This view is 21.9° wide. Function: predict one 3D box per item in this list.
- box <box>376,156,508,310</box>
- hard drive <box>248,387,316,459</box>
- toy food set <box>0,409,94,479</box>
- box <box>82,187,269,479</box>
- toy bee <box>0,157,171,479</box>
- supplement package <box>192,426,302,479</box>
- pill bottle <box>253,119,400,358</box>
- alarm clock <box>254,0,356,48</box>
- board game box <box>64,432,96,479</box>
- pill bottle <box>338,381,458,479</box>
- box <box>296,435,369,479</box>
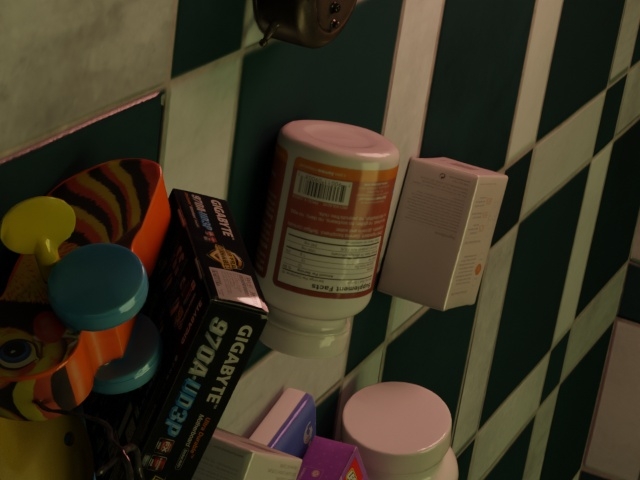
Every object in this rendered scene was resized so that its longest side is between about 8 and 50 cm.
[{"bbox_3d":[0.150,-0.010,2.022,0.130,0.091,0.170,-4,110,-68],"label":"box"},{"bbox_3d":[-0.089,0.330,1.742,0.318,0.040,0.210,-50,148,-49],"label":"hard drive"},{"bbox_3d":[-0.258,0.212,1.232,0.128,0.071,0.218,53,52,-36],"label":"toy food set"},{"bbox_3d":[-0.119,0.095,1.286,0.220,0.051,0.175,-65,-156,22],"label":"box"},{"bbox_3d":[-0.197,0.056,1.173,0.298,0.162,0.195,-86,173,-63],"label":"toy bee"},{"bbox_3d":[-0.134,0.287,1.490,0.244,0.134,0.139,-71,159,-4],"label":"supplement package"},{"bbox_3d":[0.000,0.000,1.613,0.121,0.121,0.216,-27,132,-62],"label":"pill bottle"},{"bbox_3d":[0.003,-0.246,1.512,0.192,0.064,0.129,-41,143,-59],"label":"alarm clock"},{"bbox_3d":[-0.224,0.230,1.367,0.133,0.033,0.168,-62,150,-21],"label":"board game box"},{"bbox_3d":[0.087,0.320,2.037,0.162,0.162,0.278,-49,148,-46],"label":"pill bottle"},{"bbox_3d":[0.007,0.385,1.838,0.201,0.057,0.293,-59,147,-34],"label":"box"}]
